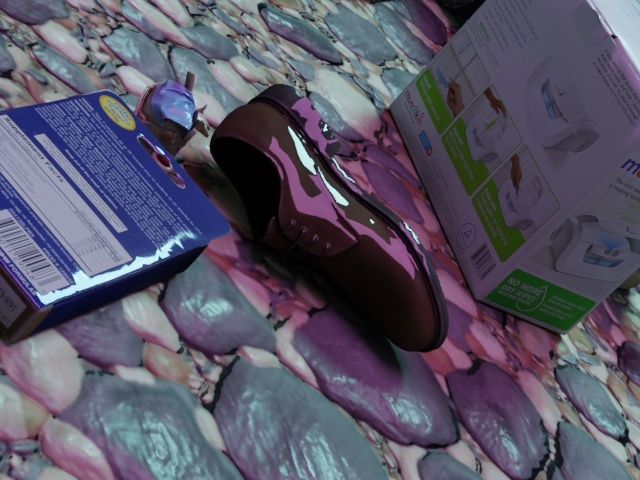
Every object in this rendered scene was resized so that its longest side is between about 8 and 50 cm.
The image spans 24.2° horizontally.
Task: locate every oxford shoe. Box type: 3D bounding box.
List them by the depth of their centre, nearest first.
[{"bbox_3d":[0.000,0.000,1.071,0.227,0.083,0.096,49,49,6],"label":"oxford shoe"}]

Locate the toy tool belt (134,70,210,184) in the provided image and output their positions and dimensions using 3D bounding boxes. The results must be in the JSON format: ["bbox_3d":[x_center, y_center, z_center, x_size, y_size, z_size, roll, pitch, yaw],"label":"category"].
[{"bbox_3d":[-0.104,-0.084,1.055,0.052,0.051,0.083,30,29,-26],"label":"toy tool belt"}]

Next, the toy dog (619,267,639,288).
[{"bbox_3d":[0.313,-0.111,1.489,0.161,0.220,0.333,29,30,-32],"label":"toy dog"}]

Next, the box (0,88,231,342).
[{"bbox_3d":[-0.155,-0.024,0.910,0.136,0.036,0.225,48,28,9],"label":"box"}]

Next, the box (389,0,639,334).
[{"bbox_3d":[0.206,-0.097,1.311,0.127,0.231,0.262,22,32,-36],"label":"box"}]

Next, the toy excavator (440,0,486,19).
[{"bbox_3d":[0.254,-0.439,1.861,0.222,0.433,0.445,22,61,-36],"label":"toy excavator"}]
